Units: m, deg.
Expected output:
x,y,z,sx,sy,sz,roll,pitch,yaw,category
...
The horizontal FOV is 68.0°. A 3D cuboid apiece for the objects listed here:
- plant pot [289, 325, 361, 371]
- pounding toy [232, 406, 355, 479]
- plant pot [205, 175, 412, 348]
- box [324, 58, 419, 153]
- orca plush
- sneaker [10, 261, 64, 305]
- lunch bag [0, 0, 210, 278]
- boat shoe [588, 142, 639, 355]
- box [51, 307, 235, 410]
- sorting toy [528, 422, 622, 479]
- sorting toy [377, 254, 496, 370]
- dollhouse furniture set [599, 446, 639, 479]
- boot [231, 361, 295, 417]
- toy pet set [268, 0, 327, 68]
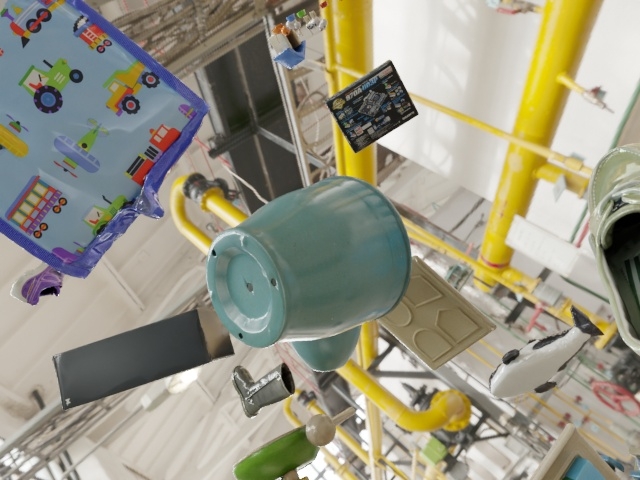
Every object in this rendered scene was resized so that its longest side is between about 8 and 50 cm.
x,y,z,sx,sy,sz,roll,pitch,yaw,category
0.014,0.347,1.685,0.290,0.290,0.196,-15,-80,-48,plant pot
-0.037,0.413,0.866,0.236,0.110,0.183,-35,-26,12,pounding toy
-0.035,0.044,0.775,0.255,0.271,0.272,-18,-46,-46,plant pot
0.148,-0.383,1.369,0.220,0.051,0.175,-31,-68,9,box
0.501,0.251,1.109,0.102,0.151,0.287,-79,11,-60,orca plush
-0.557,0.080,0.981,0.068,0.071,0.170,-44,12,29,sneaker
-0.270,-0.122,0.476,0.221,0.293,0.138,-51,-6,0,lunch bag
0.293,-0.006,0.414,0.109,0.094,0.302,-41,22,38,boat shoe
-0.313,0.213,0.880,0.261,0.103,0.184,-18,-8,-1,box
0.300,0.351,0.539,0.193,0.208,0.038,-42,6,-19,sorting toy
0.188,0.124,1.007,0.041,0.307,0.229,-42,-9,-43,sorting toy
0.502,0.365,0.704,0.129,0.183,0.129,-25,32,56,dollhouse furniture set
-0.182,0.439,1.490,0.076,0.190,0.208,-2,-36,-47,boot
-0.039,-0.357,0.846,0.122,0.114,0.065,-46,-69,-41,toy pet set
